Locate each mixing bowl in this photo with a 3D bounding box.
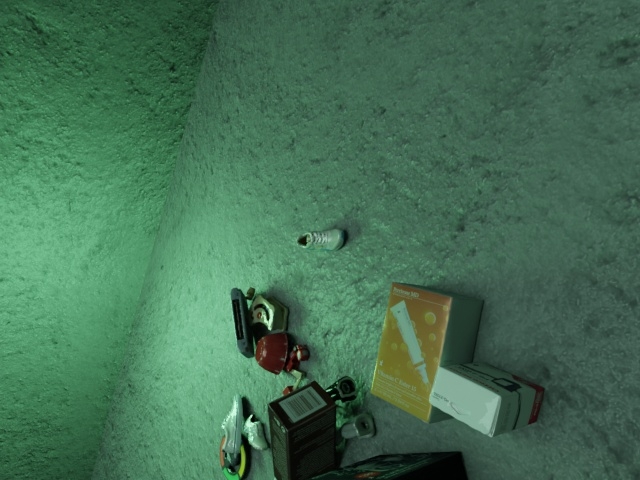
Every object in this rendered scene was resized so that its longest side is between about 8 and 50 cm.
[{"bbox_3d":[-0.215,0.469,1.850,0.181,0.098,0.181,-167,90,-69],"label":"mixing bowl"}]

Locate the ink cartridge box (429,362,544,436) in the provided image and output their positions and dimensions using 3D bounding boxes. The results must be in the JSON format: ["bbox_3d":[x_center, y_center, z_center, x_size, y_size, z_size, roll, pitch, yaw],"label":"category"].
[{"bbox_3d":[0.415,0.385,1.095,0.172,0.237,0.100,16,94,49],"label":"ink cartridge box"}]

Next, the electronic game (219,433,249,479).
[{"bbox_3d":[-0.401,0.992,2.026,0.229,0.048,0.229,-12,73,46],"label":"electronic game"}]

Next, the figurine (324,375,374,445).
[{"bbox_3d":[0.064,0.610,1.542,0.209,0.093,0.214,-41,68,41],"label":"figurine"}]

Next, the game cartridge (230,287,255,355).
[{"bbox_3d":[-0.356,0.383,2.016,0.198,0.062,0.296,94,164,-65],"label":"game cartridge"}]

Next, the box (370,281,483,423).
[{"bbox_3d":[0.308,0.314,1.284,0.215,0.169,0.344,10,89,49],"label":"box"}]

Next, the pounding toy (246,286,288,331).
[{"bbox_3d":[-0.277,0.322,1.949,0.270,0.155,0.154,27,99,50],"label":"pounding toy"}]

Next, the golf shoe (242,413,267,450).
[{"bbox_3d":[-0.278,0.833,1.912,0.176,0.069,0.085,32,100,46],"label":"golf shoe"}]

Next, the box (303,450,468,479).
[{"bbox_3d":[0.187,0.709,1.203,0.313,0.344,0.178,-29,63,41],"label":"box"}]

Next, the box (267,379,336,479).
[{"bbox_3d":[-0.057,0.684,1.494,0.143,0.191,0.380,33,132,48],"label":"box"}]

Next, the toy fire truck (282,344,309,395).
[{"bbox_3d":[-0.102,0.530,1.791,0.192,0.047,0.135,-51,49,27],"label":"toy fire truck"}]

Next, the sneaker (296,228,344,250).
[{"bbox_3d":[0.000,0.000,1.755,0.229,0.092,0.087,-14,70,45],"label":"sneaker"}]

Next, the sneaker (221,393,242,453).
[{"bbox_3d":[-0.400,0.823,1.987,0.094,0.092,0.257,105,165,-48],"label":"sneaker"}]

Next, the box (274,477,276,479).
[{"bbox_3d":[-0.060,1.000,1.612,0.290,0.087,0.168,0,82,49],"label":"box"}]
